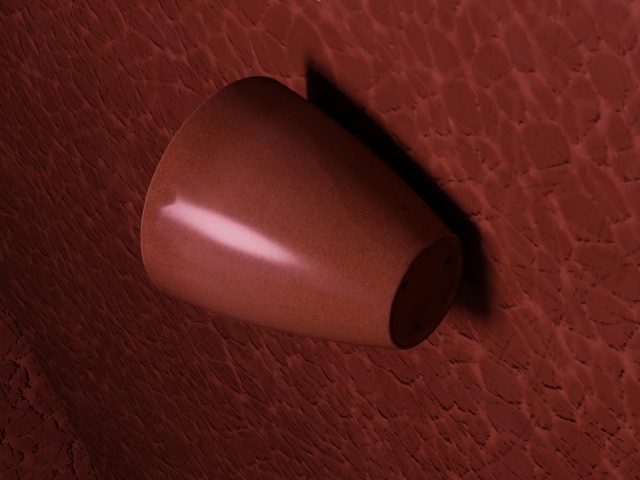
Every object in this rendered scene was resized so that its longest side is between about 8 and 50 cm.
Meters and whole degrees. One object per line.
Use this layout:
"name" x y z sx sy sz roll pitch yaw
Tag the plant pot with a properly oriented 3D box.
"plant pot" 0.000 0.000 1.822 0.254 0.237 0.237 28 144 31
